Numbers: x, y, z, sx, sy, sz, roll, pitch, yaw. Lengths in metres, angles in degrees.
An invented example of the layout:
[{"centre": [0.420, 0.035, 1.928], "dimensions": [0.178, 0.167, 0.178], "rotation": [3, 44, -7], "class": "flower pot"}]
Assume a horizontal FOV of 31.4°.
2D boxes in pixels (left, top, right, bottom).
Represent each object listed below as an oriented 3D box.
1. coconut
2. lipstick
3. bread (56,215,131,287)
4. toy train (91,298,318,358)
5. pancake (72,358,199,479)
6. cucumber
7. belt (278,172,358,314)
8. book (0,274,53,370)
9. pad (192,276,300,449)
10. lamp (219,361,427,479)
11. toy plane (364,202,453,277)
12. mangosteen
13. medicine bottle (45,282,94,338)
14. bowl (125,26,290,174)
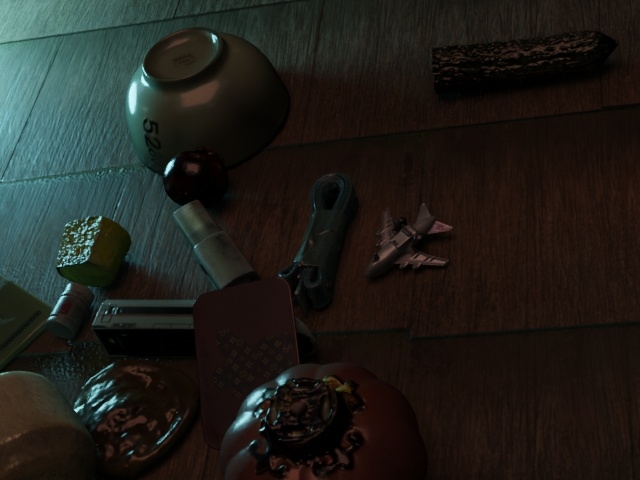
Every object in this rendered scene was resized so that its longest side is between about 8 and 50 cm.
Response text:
[{"centre": [-0.490, 0.330, 1.793], "dimensions": [0.237, 0.237, 0.266], "rotation": [-35, 52, -14], "class": "coconut"}, {"centre": [-0.191, 0.021, 2.084], "dimensions": [0.077, 0.079, 0.253], "rotation": [-30, 45, -9], "class": "lipstick"}, {"centre": [-0.425, 0.023, 2.148], "dimensions": [0.129, 0.111, 0.114], "rotation": [-13, 46, 34], "class": "bread"}, {"centre": [-0.189, 0.149, 1.960], "dimensions": [0.407, 0.086, 0.088], "rotation": [0, 45, 19], "class": "toy train"}, {"centre": [-0.314, 0.284, 1.898], "dimensions": [0.242, 0.050, 0.242], "rotation": [-10, 46, 11], "class": "pancake"}, {"centre": [0.395, -0.351, 2.218], "dimensions": [0.359, 0.096, 0.096], "rotation": [-6, 46, 12], "class": "cucumber"}, {"centre": [0.000, 0.000, 2.041], "dimensions": [0.087, 0.072, 0.302], "rotation": [3, 47, 17], "class": "belt"}, {"centre": [-0.667, 0.153, 2.178], "dimensions": [0.310, 0.021, 0.217], "rotation": [25, 60, 37], "class": "book"}, {"centre": [-0.119, 0.198, 1.856], "dimensions": [0.181, 0.004, 0.267], "rotation": [-14, 70, 15], "class": "pad"}, {"centre": [-0.002, 0.303, 1.628], "dimensions": [0.305, 0.239, 0.305], "rotation": [-10, 45, 10], "class": "lamp"}, {"centre": [0.143, 0.007, 1.988], "dimensions": [0.171, 0.065, 0.162], "rotation": [-35, 57, -20], "class": "toy plane"}, {"centre": [-0.237, -0.128, 2.215], "dimensions": [0.140, 0.140, 0.140], "rotation": [-11, 45, 11], "class": "mangosteen"}, {"centre": [-0.459, 0.129, 2.095], "dimensions": [0.058, 0.058, 0.091], "rotation": [3, 49, 23], "class": "medicine bottle"}, {"centre": [-0.254, -0.315, 2.355], "dimensions": [0.354, 0.185, 0.354], "rotation": [-10, 46, 11], "class": "bowl"}]
